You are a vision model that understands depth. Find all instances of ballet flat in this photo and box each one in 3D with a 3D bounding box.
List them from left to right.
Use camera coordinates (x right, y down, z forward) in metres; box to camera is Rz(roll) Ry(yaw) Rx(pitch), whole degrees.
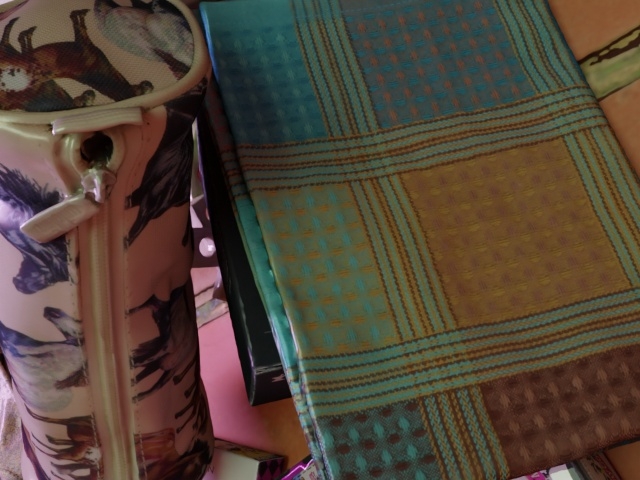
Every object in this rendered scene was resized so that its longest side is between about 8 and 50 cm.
[{"bbox_3d":[-0.339,0.140,0.828,0.106,0.107,0.316,-36,64,3],"label":"ballet flat"}]

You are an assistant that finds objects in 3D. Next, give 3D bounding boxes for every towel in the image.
[{"bbox_3d":[0.079,-0.035,0.478,0.272,0.040,0.370,-14,66,-10],"label":"towel"}]

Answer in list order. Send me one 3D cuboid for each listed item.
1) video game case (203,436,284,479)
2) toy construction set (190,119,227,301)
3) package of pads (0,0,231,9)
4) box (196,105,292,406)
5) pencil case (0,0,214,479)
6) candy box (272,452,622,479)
[{"bbox_3d":[-0.137,0.291,0.665,0.210,0.042,0.231,4,82,38],"label":"video game case"},{"bbox_3d":[-0.179,-0.049,0.703,0.328,0.151,0.215,8,60,30],"label":"toy construction set"},{"bbox_3d":[-0.147,-0.225,0.645,0.297,0.229,0.101,-7,108,47],"label":"package of pads"},{"bbox_3d":[0.000,0.000,0.541,0.153,0.108,0.207,-9,68,-11],"label":"box"},{"bbox_3d":[-0.156,0.041,0.516,0.183,0.160,0.410,-102,14,-51],"label":"pencil case"},{"bbox_3d":[0.081,0.190,0.506,0.233,0.071,0.159,-41,59,24],"label":"candy box"}]
